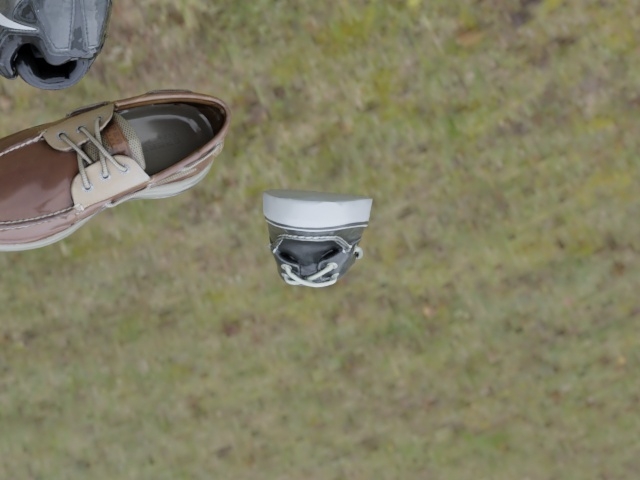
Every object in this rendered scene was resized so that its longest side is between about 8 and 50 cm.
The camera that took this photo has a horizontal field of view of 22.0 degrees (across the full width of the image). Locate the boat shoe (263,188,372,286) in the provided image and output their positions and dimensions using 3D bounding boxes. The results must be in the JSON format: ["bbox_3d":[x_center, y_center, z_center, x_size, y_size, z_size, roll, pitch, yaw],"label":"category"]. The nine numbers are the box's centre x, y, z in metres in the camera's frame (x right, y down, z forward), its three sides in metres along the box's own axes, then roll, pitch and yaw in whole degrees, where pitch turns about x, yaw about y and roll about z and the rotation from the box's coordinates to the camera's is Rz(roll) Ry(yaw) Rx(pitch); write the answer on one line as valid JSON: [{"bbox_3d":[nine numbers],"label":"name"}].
[{"bbox_3d":[0.000,0.000,1.229,0.078,0.070,0.219,5,179,5],"label":"boat shoe"}]

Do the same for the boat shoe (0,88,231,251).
[{"bbox_3d":[-0.225,-0.085,1.635,0.324,0.123,0.116,-26,173,-38],"label":"boat shoe"}]

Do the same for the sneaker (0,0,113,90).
[{"bbox_3d":[-0.248,-0.191,1.377,0.098,0.276,0.135,-10,98,-28],"label":"sneaker"}]
